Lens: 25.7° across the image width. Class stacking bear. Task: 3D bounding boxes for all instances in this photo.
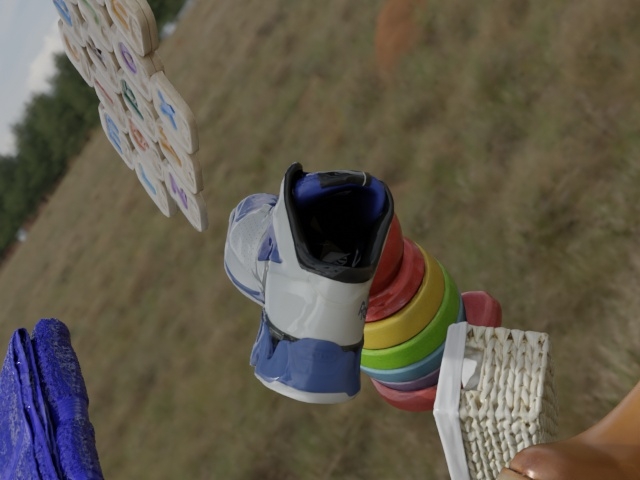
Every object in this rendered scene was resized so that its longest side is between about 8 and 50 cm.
[{"bbox_3d":[0.074,0.057,1.591,0.175,0.289,0.164,-5,52,26],"label":"stacking bear"}]

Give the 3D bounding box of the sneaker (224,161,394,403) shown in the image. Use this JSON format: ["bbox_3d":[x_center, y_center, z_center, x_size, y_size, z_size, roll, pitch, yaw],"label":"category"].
[{"bbox_3d":[0.000,0.000,1.314,0.315,0.128,0.182,-111,36,-64],"label":"sneaker"}]

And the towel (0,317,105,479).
[{"bbox_3d":[-0.322,0.251,1.541,0.227,0.076,0.308,-63,28,22],"label":"towel"}]

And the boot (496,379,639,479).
[{"bbox_3d":[0.260,0.107,1.005,0.109,0.283,0.220,31,104,53],"label":"boot"}]

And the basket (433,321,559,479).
[{"bbox_3d":[0.181,0.173,1.409,0.167,0.103,0.113,71,-154,-49],"label":"basket"}]

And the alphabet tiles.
[{"bbox_3d":[-0.175,-0.148,1.277,0.021,0.278,0.284,-29,-31,-18],"label":"alphabet tiles"}]
